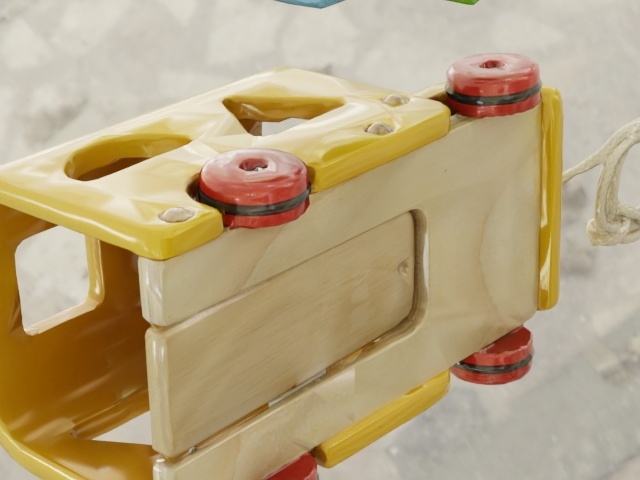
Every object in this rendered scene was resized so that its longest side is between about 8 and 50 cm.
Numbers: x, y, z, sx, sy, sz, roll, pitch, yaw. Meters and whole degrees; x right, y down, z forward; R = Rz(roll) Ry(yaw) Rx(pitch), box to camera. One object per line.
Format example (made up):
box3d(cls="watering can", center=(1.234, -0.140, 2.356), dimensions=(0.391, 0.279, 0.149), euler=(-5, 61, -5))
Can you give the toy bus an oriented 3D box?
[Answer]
box3d(cls="toy bus", center=(-0.008, -0.001, 0.481), dimensions=(0.104, 0.202, 0.191), euler=(19, 75, 38))
